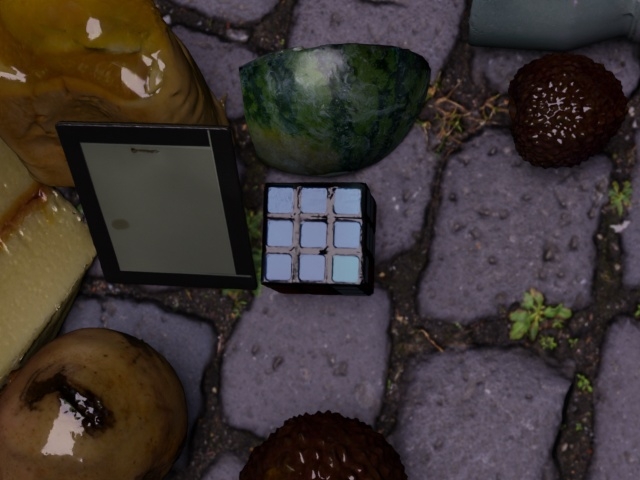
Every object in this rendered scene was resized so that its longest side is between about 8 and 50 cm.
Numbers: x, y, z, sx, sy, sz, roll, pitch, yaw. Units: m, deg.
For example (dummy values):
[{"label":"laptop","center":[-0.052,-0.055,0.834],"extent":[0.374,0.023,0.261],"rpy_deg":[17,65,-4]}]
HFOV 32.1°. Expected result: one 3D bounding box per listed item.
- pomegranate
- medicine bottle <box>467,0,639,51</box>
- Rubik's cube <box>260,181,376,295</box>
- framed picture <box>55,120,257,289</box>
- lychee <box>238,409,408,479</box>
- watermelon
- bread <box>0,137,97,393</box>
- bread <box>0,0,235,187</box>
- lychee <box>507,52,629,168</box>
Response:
[{"label":"pomegranate","center":[-0.352,0.284,1.674],"extent":[0.322,0.322,0.322],"rpy_deg":[-1,83,8]},{"label":"medicine bottle","center":[0.381,-0.404,1.691],"extent":[0.290,0.245,0.245],"rpy_deg":[8,84,8]},{"label":"Rubik's cube","center":[0.000,0.000,1.732],"extent":[0.160,0.163,0.162],"rpy_deg":[1,81,9]},{"label":"framed picture","center":[-0.243,-0.047,1.713],"extent":[0.265,0.347,0.016],"rpy_deg":[2,46,10]},{"label":"lychee","center":[0.003,0.387,1.621],"extent":[0.275,0.276,0.304],"rpy_deg":[-32,44,3]},{"label":"watermelon","center":[0.031,-0.228,1.776],"extent":[0.305,0.180,0.224],"rpy_deg":[-8,126,4]},{"label":"bread","center":[-0.543,0.038,1.784],"extent":[0.345,0.242,0.405],"rpy_deg":[34,92,8]},{"label":"bread","center":[-0.339,-0.262,1.719],"extent":[0.361,0.394,0.250],"rpy_deg":[1,66,10]},{"label":"lychee","center":[0.376,-0.197,1.694],"extent":[0.188,0.188,0.188],"rpy_deg":[-1,83,8]}]
